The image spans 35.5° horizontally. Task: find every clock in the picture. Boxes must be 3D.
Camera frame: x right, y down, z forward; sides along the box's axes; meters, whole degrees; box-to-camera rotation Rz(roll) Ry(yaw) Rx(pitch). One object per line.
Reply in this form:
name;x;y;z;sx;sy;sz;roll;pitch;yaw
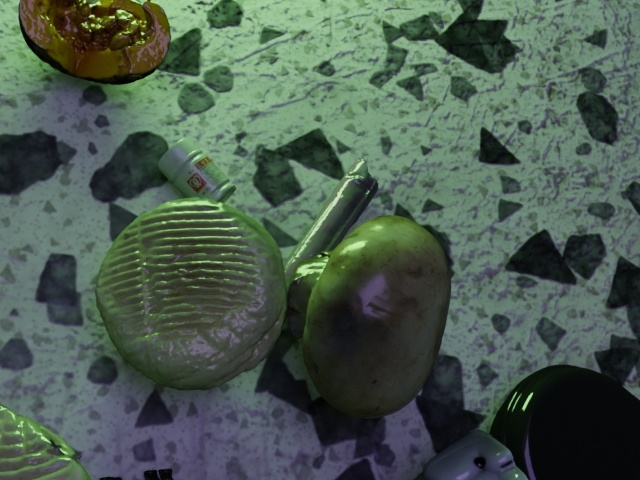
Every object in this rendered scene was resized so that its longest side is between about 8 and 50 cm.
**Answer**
clock;0.111;0.342;1.127;0.253;0.189;0.189;-17;76;-20

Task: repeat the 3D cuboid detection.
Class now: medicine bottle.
medicine bottle;-0.155;-0.079;1.250;0.089;0.057;0.057;46;62;3

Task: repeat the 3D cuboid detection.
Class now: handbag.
handbag;0.346;0.295;1.255;0.308;0.093;0.254;37;56;-8

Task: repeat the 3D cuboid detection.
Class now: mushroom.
mushroom;0.058;0.088;1.171;0.184;0.255;0.255;3;66;10

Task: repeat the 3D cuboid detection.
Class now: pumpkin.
pumpkin;-0.287;-0.256;1.245;0.183;0.107;0.119;16;72;-22

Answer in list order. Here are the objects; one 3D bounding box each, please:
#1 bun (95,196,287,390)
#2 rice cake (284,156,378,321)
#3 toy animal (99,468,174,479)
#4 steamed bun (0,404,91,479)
bun;-0.138;0.066;1.144;0.220;0.134;0.221;-1;69;3
rice cake;0.001;0.000;1.277;0.049;0.055;0.270;34;64;1
toy animal;-0.225;0.288;1.086;0.135;0.047;0.065;-2;78;-26
steamed bun;-0.374;0.273;0.952;0.319;0.206;0.275;21;48;18
